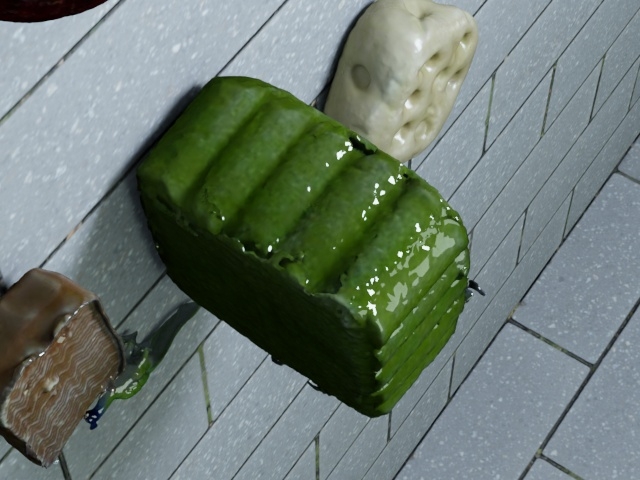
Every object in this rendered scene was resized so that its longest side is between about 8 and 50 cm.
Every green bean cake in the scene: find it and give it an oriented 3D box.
[{"bbox_3d":[0.000,0.000,1.610,0.218,0.335,0.319,-53,165,-17],"label":"green bean cake"}]

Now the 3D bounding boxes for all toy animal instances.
[{"bbox_3d":[-0.193,0.119,1.750,0.217,0.041,0.075,-52,162,-37],"label":"toy animal"}]

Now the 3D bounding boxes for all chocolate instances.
[{"bbox_3d":[-0.266,0.116,1.463,0.148,0.093,0.214,-55,162,-19],"label":"chocolate"}]

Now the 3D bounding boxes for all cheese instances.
[{"bbox_3d":[0.096,-0.204,1.902,0.235,0.117,0.218,-50,158,-24],"label":"cheese"}]

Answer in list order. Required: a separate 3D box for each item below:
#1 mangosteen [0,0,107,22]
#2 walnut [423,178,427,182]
[{"bbox_3d":[-0.196,-0.239,0.980,0.216,0.216,0.216,-51,159,-27],"label":"mangosteen"},{"bbox_3d":[0.092,-0.010,2.122,0.178,0.178,0.230,-65,173,15],"label":"walnut"}]
